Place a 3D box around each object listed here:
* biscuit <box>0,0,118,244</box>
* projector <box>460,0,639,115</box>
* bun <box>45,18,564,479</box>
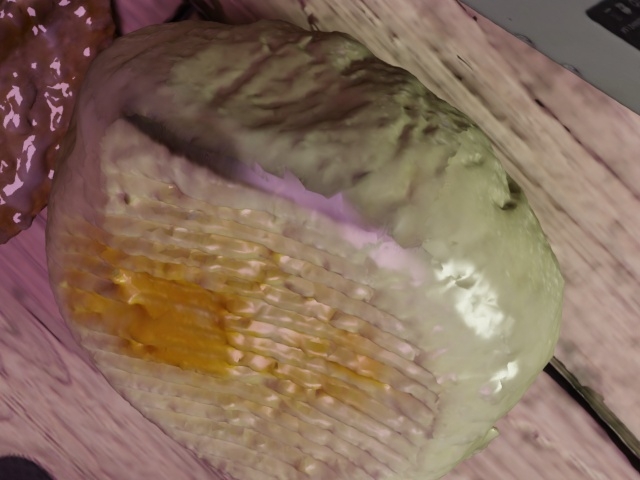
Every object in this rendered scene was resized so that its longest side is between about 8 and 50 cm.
[{"bbox_3d":[-0.198,-0.085,0.828,0.220,0.033,0.220,-6,114,-13],"label":"biscuit"},{"bbox_3d":[0.150,-0.115,0.623,0.198,0.108,0.250,31,166,-8],"label":"projector"},{"bbox_3d":[0.000,0.000,0.792,0.244,0.153,0.244,21,139,19],"label":"bun"}]
